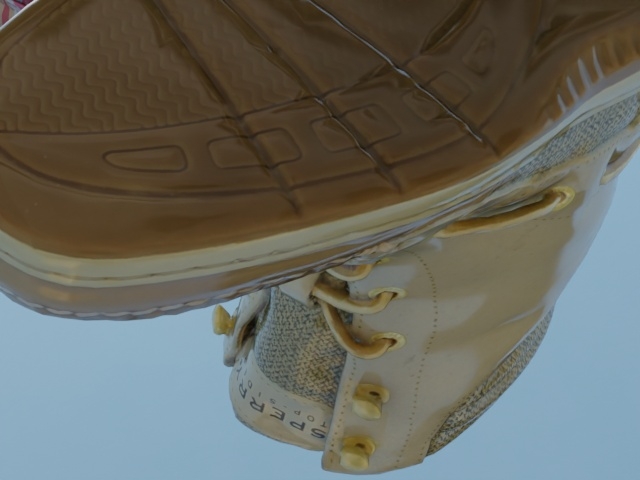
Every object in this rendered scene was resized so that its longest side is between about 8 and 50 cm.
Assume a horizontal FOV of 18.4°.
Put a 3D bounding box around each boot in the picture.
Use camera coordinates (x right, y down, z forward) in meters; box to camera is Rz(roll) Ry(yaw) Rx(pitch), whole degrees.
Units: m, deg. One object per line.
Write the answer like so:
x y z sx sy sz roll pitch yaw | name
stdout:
0.000 0.000 0.546 0.262 0.203 0.095 -26 -115 -37 | boot

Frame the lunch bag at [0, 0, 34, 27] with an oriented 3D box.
-0.081 -0.137 1.139 0.120 0.293 0.258 29 -129 34 | lunch bag
